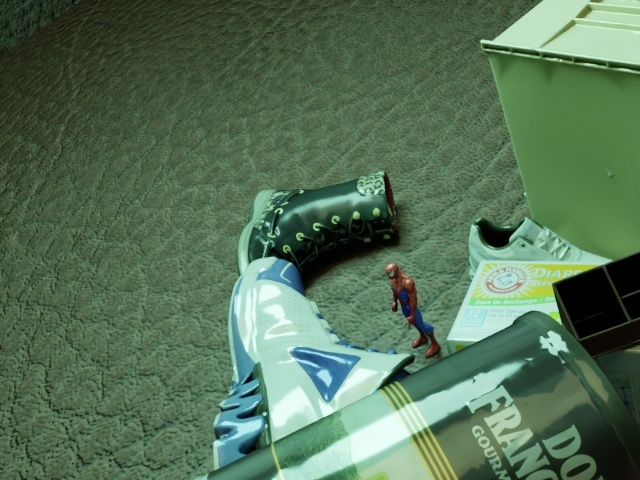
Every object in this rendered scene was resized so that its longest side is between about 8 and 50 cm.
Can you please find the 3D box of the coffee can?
[{"bbox_3d":[0.075,0.199,0.619,0.275,0.202,0.201,-26,32,-4],"label":"coffee can"}]

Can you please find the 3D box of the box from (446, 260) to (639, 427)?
[{"bbox_3d":[0.229,0.091,0.773,0.203,0.103,0.114,-1,39,30],"label":"box"}]

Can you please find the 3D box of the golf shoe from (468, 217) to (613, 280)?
[{"bbox_3d":[0.227,0.019,0.898,0.176,0.086,0.069,6,40,35],"label":"golf shoe"}]

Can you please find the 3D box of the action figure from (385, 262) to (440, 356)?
[{"bbox_3d":[0.088,0.067,0.881,0.030,0.115,0.038,-31,33,-13],"label":"action figure"}]

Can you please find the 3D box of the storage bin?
[{"bbox_3d":[0.312,-0.095,0.847,0.123,0.262,0.260,-38,36,-22],"label":"storage bin"}]

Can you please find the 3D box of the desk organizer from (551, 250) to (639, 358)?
[{"bbox_3d":[0.251,0.041,0.687,0.130,0.050,0.047,-21,33,3],"label":"desk organizer"}]

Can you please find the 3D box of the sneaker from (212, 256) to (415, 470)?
[{"bbox_3d":[0.007,0.139,0.839,0.182,0.128,0.315,-7,31,3],"label":"sneaker"}]

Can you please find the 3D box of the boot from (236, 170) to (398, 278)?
[{"bbox_3d":[0.000,-0.002,1.066,0.178,0.085,0.236,-12,33,12],"label":"boot"}]

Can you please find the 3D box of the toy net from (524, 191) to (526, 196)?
[{"bbox_3d":[0.330,-0.130,1.091,0.232,0.045,0.122,-33,34,-15],"label":"toy net"}]
